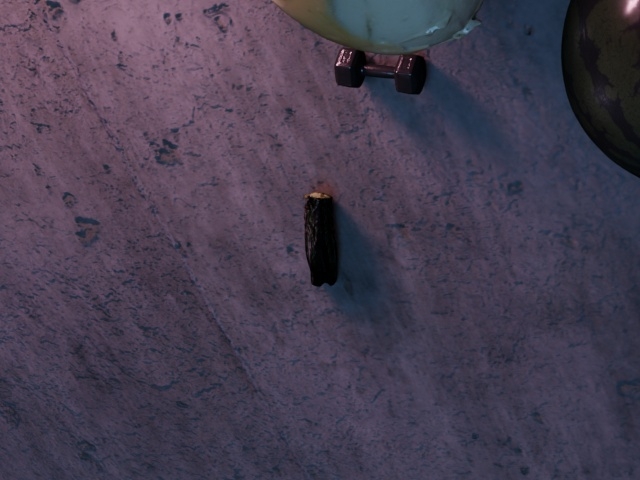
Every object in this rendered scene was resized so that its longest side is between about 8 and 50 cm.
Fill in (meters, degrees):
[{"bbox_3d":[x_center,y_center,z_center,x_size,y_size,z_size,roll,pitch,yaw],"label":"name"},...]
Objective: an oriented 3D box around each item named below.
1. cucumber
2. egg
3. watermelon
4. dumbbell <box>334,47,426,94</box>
[{"bbox_3d":[-0.001,0.001,1.166,0.033,0.034,0.134,10,129,17],"label":"cucumber"},{"bbox_3d":[0.028,-0.255,0.839,0.244,0.201,0.201,33,134,16],"label":"egg"},{"bbox_3d":[0.276,-0.140,0.783,0.212,0.212,0.212,15,130,19],"label":"watermelon"},{"bbox_3d":[0.055,-0.155,1.011,0.083,0.036,0.040,10,128,22],"label":"dumbbell"}]
